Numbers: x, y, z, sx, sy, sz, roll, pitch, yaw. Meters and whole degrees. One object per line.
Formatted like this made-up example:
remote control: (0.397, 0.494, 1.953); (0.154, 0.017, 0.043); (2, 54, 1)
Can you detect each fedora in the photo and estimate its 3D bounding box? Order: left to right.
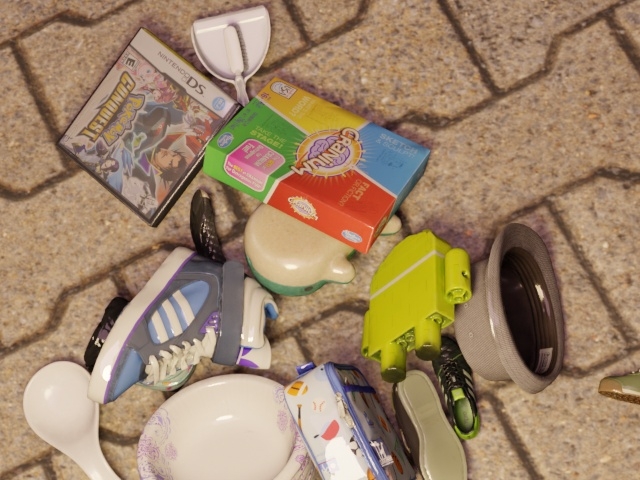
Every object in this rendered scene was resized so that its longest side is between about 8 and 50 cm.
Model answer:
fedora: (0.296, 0.119, 1.839); (0.124, 0.243, 0.275); (-16, 78, 35)

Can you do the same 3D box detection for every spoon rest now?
spoon rest: (-0.412, 0.332, 1.942); (0.137, 0.084, 0.276); (-38, 77, 0)

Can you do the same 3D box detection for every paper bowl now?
paper bowl: (-0.145, 0.366, 1.828); (0.284, 0.148, 0.284); (-8, 40, 7)

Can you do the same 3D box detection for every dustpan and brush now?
dustpan and brush: (-0.150, -0.315, 2.040); (0.147, 0.060, 0.211); (-12, 91, 5)

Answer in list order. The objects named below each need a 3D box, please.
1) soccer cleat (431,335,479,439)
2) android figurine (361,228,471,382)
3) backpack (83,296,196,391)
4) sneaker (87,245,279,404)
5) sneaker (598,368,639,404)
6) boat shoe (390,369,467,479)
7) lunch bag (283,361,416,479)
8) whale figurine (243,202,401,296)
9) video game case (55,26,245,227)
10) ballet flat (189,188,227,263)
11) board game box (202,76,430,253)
soccer cleat: (0.228, 0.243, 1.873); (0.060, 0.072, 0.179); (-17, 77, 5)
android figurine: (0.151, 0.097, 1.849); (0.248, 0.056, 0.273); (-41, 31, 36)
backpack: (-0.303, 0.191, 1.938); (0.182, 0.115, 0.152); (23, 80, 7)
sneaker: (-0.201, 0.172, 1.823); (0.236, 0.130, 0.323); (28, 55, 6)
sneaker: (0.556, 0.228, 1.839); (0.192, 0.064, 0.086); (10, 73, 10)
boat shoe: (0.179, 0.330, 1.868); (0.081, 0.069, 0.228); (-13, 77, -21)
lunch bag: (0.047, 0.301, 1.770); (0.115, 0.303, 0.243); (-27, 76, 6)
whale figurine: (0.000, 0.000, 1.938); (0.272, 0.141, 0.216); (-21, 58, -20)
video game case: (-0.311, -0.206, 2.035); (0.248, 0.035, 0.275); (39, 97, 13)
ballet flat: (-0.199, -0.008, 2.004); (0.049, 0.057, 0.173); (-4, 76, -34)
board game box: (-0.003, -0.135, 1.918); (0.316, 0.064, 0.242); (26, 46, 12)
